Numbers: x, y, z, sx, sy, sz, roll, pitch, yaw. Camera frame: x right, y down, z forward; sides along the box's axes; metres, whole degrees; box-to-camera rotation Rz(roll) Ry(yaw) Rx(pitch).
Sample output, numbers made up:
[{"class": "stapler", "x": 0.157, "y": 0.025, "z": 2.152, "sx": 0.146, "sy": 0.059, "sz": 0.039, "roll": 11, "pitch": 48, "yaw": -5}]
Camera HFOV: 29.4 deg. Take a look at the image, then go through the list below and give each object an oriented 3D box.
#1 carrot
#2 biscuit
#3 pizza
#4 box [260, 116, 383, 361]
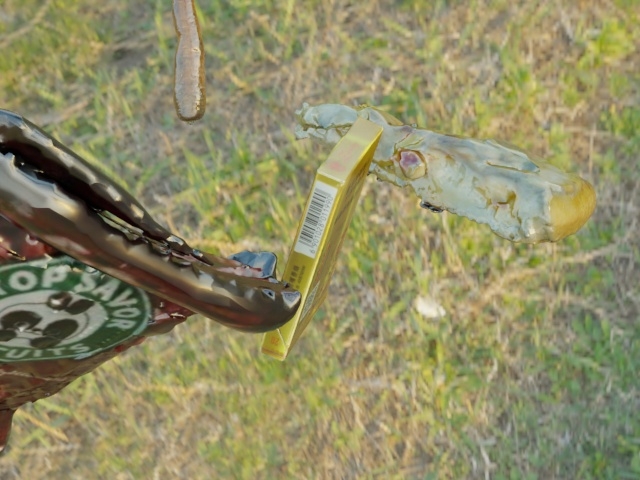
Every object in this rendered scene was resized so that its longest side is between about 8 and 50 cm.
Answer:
[{"class": "carrot", "x": -0.139, "y": -0.204, "z": 1.288, "sx": 0.035, "sy": 0.035, "sz": 0.165, "roll": -2, "pitch": 89, "yaw": 10}, {"class": "biscuit", "x": -0.132, "y": 0.036, "z": 0.470, "sx": 0.235, "sy": 0.151, "sz": 0.063, "roll": -30, "pitch": 60, "yaw": 33}, {"class": "pizza", "x": 0.114, "y": -0.072, "z": 1.126, "sx": 0.297, "sy": 0.189, "sz": 0.071, "roll": 21, "pitch": 107, "yaw": 31}, {"class": "box", "x": 0.000, "y": 0.000, "z": 0.830, "sx": 0.022, "sy": 0.156, "sz": 0.089, "roll": 25, "pitch": 37, "yaw": 9}]
